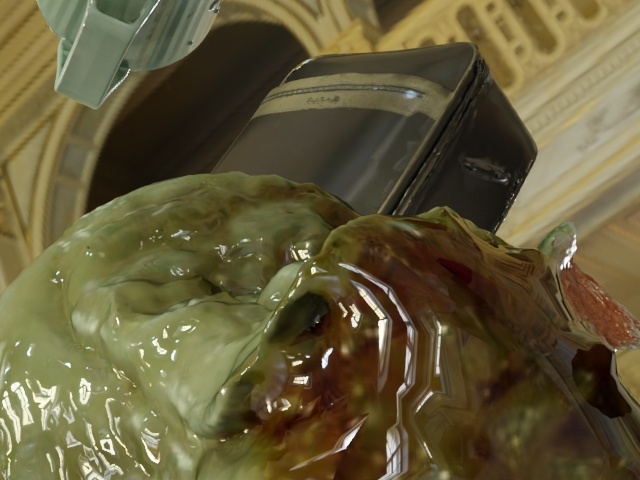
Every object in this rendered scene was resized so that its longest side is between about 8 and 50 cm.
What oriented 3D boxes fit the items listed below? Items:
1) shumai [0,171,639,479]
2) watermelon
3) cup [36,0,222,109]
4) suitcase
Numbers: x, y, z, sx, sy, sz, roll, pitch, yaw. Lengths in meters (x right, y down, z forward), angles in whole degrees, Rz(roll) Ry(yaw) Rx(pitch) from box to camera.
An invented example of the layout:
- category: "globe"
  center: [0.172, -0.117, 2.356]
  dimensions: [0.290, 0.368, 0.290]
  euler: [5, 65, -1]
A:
- category: "shumai"
  center: [0.008, 0.139, 0.556]
  dimensions: [0.324, 0.397, 0.323]
  euler: [-8, -7, -26]
- category: "watermelon"
  center: [0.250, 0.082, 1.208]
  dimensions: [0.121, 0.158, 0.098]
  euler: [-38, 2, 32]
- category: "cup"
  center: [-0.263, -0.413, 1.764]
  dimensions: [0.310, 0.400, 0.392]
  euler: [-6, -7, -19]
- category: "suitcase"
  center: [0.000, 0.000, 1.078]
  dimensions: [0.194, 0.283, 0.434]
  euler: [52, -121, -32]
